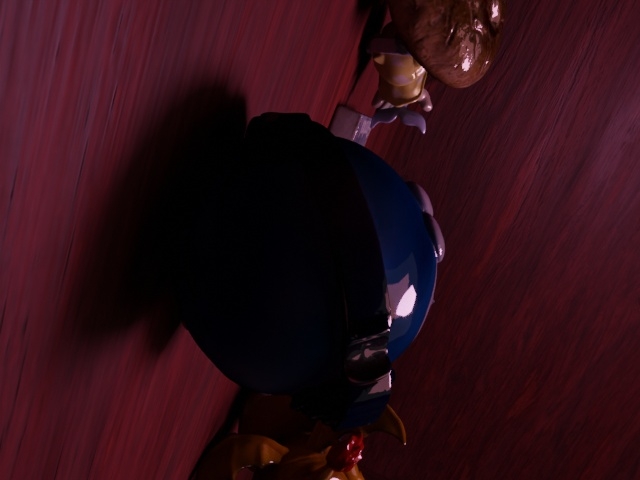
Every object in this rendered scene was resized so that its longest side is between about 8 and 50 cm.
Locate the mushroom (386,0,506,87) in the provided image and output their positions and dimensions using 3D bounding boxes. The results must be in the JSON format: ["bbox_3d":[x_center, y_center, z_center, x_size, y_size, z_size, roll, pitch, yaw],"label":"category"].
[{"bbox_3d":[0.189,-0.354,0.926,0.278,0.146,0.278,12,74,-48],"label":"mushroom"}]

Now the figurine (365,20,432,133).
[{"bbox_3d":[0.137,-0.284,1.067,0.184,0.128,0.208,-39,134,-70],"label":"figurine"}]

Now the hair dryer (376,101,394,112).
[{"bbox_3d":[0.161,-0.329,1.587,0.124,0.038,0.063,-52,166,-43],"label":"hair dryer"}]

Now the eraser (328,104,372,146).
[{"bbox_3d":[0.052,-0.186,1.144,0.212,0.046,0.092,-40,153,-75],"label":"eraser"}]

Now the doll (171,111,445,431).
[{"bbox_3d":[-0.019,0.035,0.599,0.310,0.240,0.284,130,-52,-61],"label":"doll"}]

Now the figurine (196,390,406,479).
[{"bbox_3d":[-0.028,0.410,1.339,0.268,0.401,0.387,61,5,-39],"label":"figurine"}]
